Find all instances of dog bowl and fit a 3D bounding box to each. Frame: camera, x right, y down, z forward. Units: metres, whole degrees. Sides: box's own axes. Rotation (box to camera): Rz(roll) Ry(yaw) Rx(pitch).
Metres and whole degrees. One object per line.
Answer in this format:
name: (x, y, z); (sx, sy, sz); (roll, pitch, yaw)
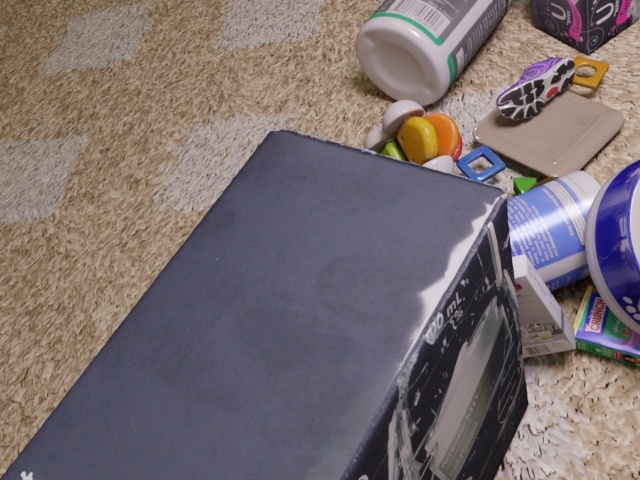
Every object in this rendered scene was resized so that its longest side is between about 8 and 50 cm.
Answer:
dog bowl: (0.493, 0.004, 0.979); (0.265, 0.104, 0.265); (2, 77, -10)

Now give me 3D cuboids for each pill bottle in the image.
pill bottle: (0.289, 0.015, 1.103); (0.272, 0.152, 0.152); (-22, 49, 1)
pill bottle: (0.246, -0.453, 1.460); (0.204, 0.204, 0.361); (23, 63, 33)

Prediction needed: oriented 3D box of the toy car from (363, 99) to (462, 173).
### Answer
toy car: (0.172, -0.150, 1.277); (0.136, 0.182, 0.159); (-18, 74, -29)

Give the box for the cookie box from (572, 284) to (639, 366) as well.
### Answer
cookie box: (0.417, 0.120, 1.045); (0.107, 0.040, 0.092); (14, 61, 30)

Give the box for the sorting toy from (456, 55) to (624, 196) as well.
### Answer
sorting toy: (0.397, -0.191, 1.301); (0.348, 0.047, 0.196); (-42, 55, -15)

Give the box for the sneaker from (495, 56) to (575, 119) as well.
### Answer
sneaker: (0.370, -0.269, 1.308); (0.170, 0.068, 0.071); (-32, 37, -19)

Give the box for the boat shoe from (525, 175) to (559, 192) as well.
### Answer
boat shoe: (0.331, -0.043, 1.203); (0.152, 0.049, 0.056); (-31, 43, 20)

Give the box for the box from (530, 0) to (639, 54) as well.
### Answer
box: (0.487, -0.502, 1.381); (0.142, 0.247, 0.163); (-36, 49, -8)

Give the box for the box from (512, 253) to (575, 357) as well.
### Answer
box: (0.243, 0.100, 1.007); (0.145, 0.186, 0.038); (-17, 46, 31)

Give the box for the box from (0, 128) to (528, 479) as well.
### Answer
box: (-0.001, 0.225, 0.830); (0.297, 0.472, 0.480); (18, 62, 31)
